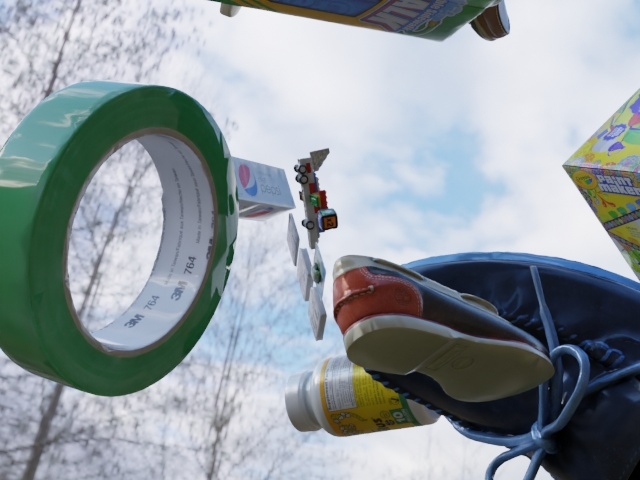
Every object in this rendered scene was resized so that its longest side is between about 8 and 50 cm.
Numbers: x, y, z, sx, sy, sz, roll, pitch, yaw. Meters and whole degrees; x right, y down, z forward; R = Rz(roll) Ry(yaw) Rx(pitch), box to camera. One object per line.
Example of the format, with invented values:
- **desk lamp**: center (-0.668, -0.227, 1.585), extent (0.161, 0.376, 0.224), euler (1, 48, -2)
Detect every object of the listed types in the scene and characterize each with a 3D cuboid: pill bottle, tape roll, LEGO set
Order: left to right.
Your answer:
- **tape roll**: center (-0.206, -0.003, 0.941), extent (0.077, 0.321, 0.321), euler (11, -27, 28)
- **LEGO set**: center (0.000, 0.000, 1.239), extent (0.060, 0.182, 0.244), euler (-10, -33, -12)
- **pill bottle**: center (0.059, 0.215, 1.283), extent (0.209, 0.117, 0.117), euler (-14, -37, 25)

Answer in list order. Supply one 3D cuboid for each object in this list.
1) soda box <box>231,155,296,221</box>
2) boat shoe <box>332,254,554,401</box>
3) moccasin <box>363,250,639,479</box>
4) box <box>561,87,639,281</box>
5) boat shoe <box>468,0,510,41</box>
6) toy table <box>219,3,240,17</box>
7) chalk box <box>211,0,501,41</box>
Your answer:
- **soda box**: center (-0.122, -0.079, 1.398), extent (0.069, 0.073, 0.216), euler (-21, -11, 22)
- **boat shoe**: center (0.059, 0.042, 0.421), extent (0.137, 0.043, 0.049), euler (20, -50, -38)
- **moccasin**: center (0.176, 0.094, 0.513), extent (0.342, 0.116, 0.137), euler (12, -51, 18)
- **box**: center (0.568, -0.097, 1.330), extent (0.279, 0.290, 0.177), euler (51, -12, -20)
- **boat shoe**: center (0.276, -0.473, 1.524), extent (0.120, 0.122, 0.324), euler (-13, -39, 21)
- **toy table**: center (-0.126, -0.580, 1.813), extent (0.275, 0.161, 0.252), euler (14, -63, 22)
- **chalk box**: center (0.051, -0.248, 0.564), extent (0.289, 0.180, 0.179), euler (4, -13, -21)
